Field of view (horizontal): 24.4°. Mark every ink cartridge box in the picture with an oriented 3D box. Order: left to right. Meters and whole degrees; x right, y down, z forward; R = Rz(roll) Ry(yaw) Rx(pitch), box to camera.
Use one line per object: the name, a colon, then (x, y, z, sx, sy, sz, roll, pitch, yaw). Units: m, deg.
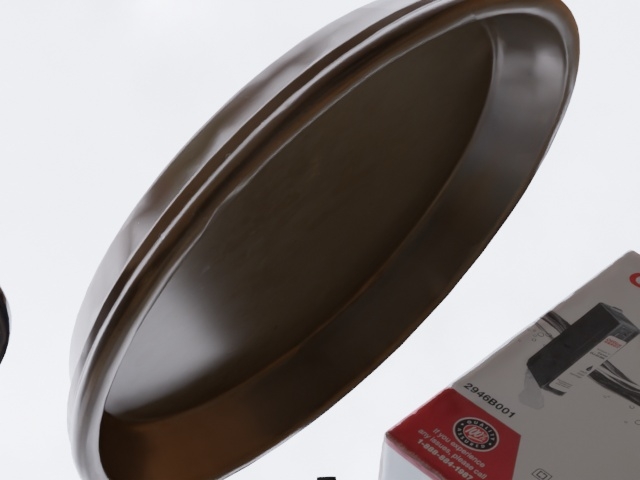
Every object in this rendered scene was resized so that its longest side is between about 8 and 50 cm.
ink cartridge box: (0.200, 0.149, 0.999, 0.273, 0.114, 0.197, -31, -129, -34)

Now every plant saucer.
plant saucer: (0.000, 0.000, 0.621, 0.278, 0.278, 0.041, -37, -112, -21)

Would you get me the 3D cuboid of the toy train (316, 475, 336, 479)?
toy train: (0.005, 0.214, 0.866, 0.027, 0.036, 0.158, 0, -126, -1)

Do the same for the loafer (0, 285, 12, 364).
loafer: (-0.245, -0.016, 0.471, 0.302, 0.095, 0.109, 15, -63, -34)
